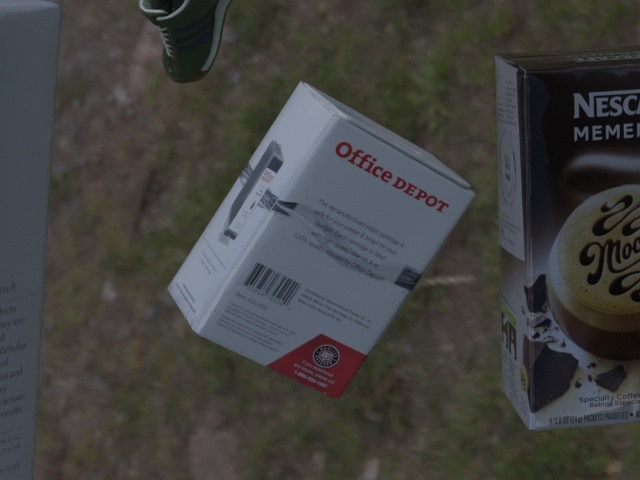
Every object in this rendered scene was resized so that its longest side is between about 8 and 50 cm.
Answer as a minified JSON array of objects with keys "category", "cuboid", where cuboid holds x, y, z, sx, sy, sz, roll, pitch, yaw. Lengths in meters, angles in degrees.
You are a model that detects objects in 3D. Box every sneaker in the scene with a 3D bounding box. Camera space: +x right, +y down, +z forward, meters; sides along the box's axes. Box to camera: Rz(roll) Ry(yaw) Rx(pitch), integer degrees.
[{"category":"sneaker","cuboid":[-0.128,-0.210,1.706,0.064,0.086,0.192,64,146,25]}]

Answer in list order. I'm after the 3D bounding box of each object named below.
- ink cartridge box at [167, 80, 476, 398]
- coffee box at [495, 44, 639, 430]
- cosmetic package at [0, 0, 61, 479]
[{"category":"ink cartridge box","cuboid":[0.000,0.000,0.996,0.135,0.099,0.056,-56,31,10]},{"category":"coffee box","cuboid":[0.237,-0.007,1.565,0.119,0.168,0.297,-117,23,-76]},{"category":"cosmetic package","cuboid":[-0.362,0.013,1.597,0.230,0.161,0.453,14,106,33]}]
